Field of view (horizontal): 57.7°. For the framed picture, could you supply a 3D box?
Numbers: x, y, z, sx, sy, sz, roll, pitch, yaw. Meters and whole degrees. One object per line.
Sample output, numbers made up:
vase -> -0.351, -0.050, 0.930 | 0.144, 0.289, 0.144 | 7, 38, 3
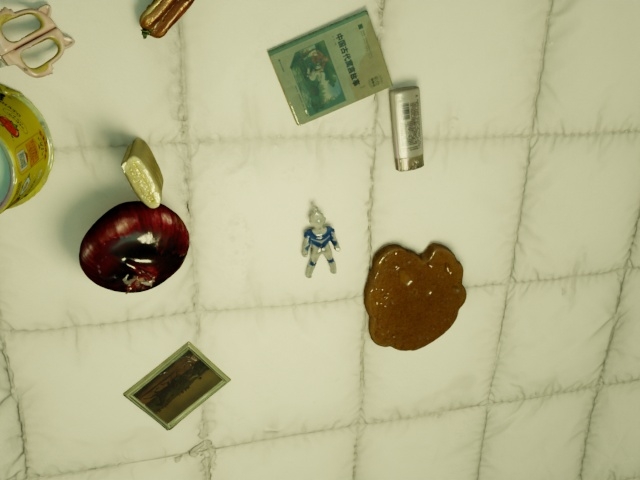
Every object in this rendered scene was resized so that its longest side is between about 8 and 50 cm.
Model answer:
framed picture -> -0.424, 0.440, 1.736 | 0.252, 0.014, 0.197 | -39, 116, 1

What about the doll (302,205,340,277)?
doll -> 0.000, 0.000, 1.672 | 0.114, 0.057, 0.227 | -7, 121, -7

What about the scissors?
scissors -> -0.688, -0.397, 1.252 | 0.317, 0.024, 0.160 | -46, 121, -29

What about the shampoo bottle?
shampoo bottle -> 0.241, -0.310, 1.621 | 0.086, 0.056, 0.227 | -14, 114, -13

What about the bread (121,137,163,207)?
bread -> -0.430, -0.164, 1.412 | 0.060, 0.178, 0.139 | -23, 115, -3

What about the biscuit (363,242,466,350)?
biscuit -> 0.285, 0.167, 1.809 | 0.359, 0.074, 0.381 | -31, 113, -5

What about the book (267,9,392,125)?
book -> 0.028, -0.448, 1.524 | 0.283, 0.025, 0.214 | -26, 114, -4

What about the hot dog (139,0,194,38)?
hot dog -> -0.354, -0.547, 1.354 | 0.188, 0.055, 0.072 | -44, 145, 8

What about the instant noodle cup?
instant noodle cup -> -0.773, -0.180, 1.264 | 0.326, 0.254, 0.325 | -5, 111, -14

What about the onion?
onion -> -0.450, 0.041, 1.439 | 0.273, 0.285, 0.273 | -19, 141, -16
